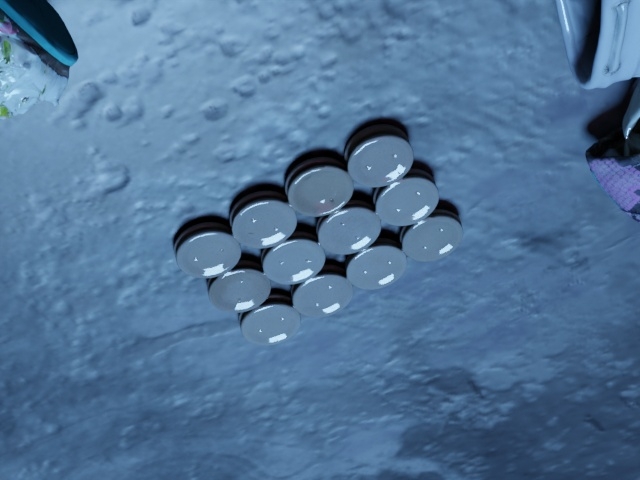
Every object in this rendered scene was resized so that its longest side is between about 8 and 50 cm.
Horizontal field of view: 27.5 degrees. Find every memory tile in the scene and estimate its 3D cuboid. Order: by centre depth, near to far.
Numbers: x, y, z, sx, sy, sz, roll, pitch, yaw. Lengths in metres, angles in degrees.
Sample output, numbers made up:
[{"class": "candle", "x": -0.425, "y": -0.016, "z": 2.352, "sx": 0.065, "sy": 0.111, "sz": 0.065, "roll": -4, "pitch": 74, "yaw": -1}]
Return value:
[{"class": "memory tile", "x": 0.000, "y": 0.000, "z": 0.742, "sx": 0.148, "sy": 0.012, "sz": 0.113, "roll": -28, "pitch": 135, "yaw": 12}]

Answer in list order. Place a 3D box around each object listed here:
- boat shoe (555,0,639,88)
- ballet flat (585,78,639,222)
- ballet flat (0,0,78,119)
[{"class": "boat shoe", "x": 0.115, "y": -0.166, "z": 0.559, "sx": 0.088, "sy": 0.096, "sz": 0.267, "roll": -27, "pitch": 144, "yaw": 4}, {"class": "ballet flat", "x": 0.224, "y": -0.096, "z": 0.679, "sx": 0.079, "sy": 0.077, "sz": 0.221, "roll": 34, "pitch": 120, "yaw": -17}, {"class": "ballet flat", "x": -0.182, "y": -0.118, "z": 0.502, "sx": 0.077, "sy": 0.091, "sz": 0.241, "roll": -29, "pitch": 139, "yaw": 7}]
